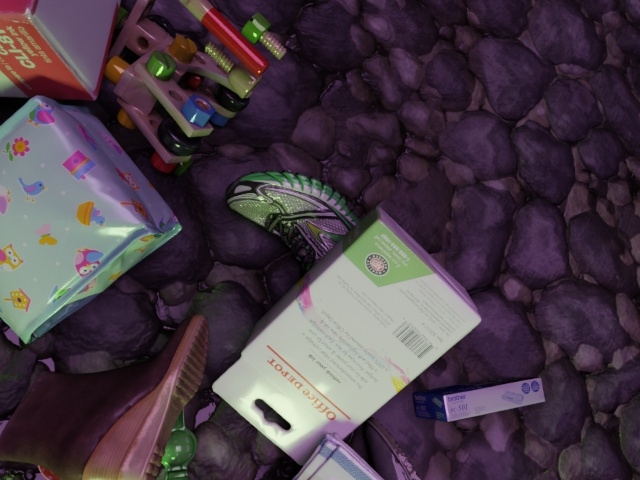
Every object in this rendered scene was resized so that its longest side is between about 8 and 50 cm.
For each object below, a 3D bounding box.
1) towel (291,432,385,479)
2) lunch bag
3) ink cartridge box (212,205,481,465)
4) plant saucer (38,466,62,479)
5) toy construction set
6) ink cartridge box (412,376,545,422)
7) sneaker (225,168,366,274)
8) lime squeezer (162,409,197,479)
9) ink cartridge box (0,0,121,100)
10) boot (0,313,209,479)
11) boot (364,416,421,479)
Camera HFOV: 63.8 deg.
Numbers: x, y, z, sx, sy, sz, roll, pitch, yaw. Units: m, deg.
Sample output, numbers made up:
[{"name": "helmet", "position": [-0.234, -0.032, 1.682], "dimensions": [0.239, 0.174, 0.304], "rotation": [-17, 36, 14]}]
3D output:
[{"name": "towel", "position": [0.000, 0.443, 0.719], "dimensions": [0.209, 0.034, 0.285], "rotation": [41, 86, 4]}, {"name": "lunch bag", "position": [-0.360, -0.019, 0.680], "dimensions": [0.262, 0.160, 0.223], "rotation": [-38, 94, 8]}, {"name": "ink cartridge box", "position": [0.031, 0.145, 0.771], "dimensions": [0.207, 0.119, 0.353], "rotation": [44, 103, -7]}, {"name": "plant saucer", "position": [-0.336, 0.286, 0.696], "dimensions": [0.084, 0.013, 0.083], "rotation": [6, 74, -21]}, {"name": "toy construction set", "position": [-0.215, -0.255, 0.718], "dimensions": [0.237, 0.309, 0.257], "rotation": [43, 57, -13]}, {"name": "ink cartridge box", "position": [0.278, 0.276, 0.905], "dimensions": [0.207, 0.097, 0.046], "rotation": [-3, 78, -23]}, {"name": "sneaker", "position": [0.000, 0.000, 0.839], "dimensions": [0.344, 0.134, 0.146], "rotation": [28, 70, -14]}, {"name": "lime squeezer", "position": [-0.200, 0.304, 0.706], "dimensions": [0.059, 0.109, 0.310], "rotation": [-8, 49, -8]}, {"name": "ink cartridge box", "position": [-0.466, -0.338, 0.634], "dimensions": [0.385, 0.160, 0.278], "rotation": [3, 73, 5]}, {"name": "boot", "position": [-0.277, 0.189, 0.680], "dimensions": [0.207, 0.090, 0.248], "rotation": [9, 51, 11]}, {"name": "boot", "position": [0.055, 0.409, 0.800], "dimensions": [0.209, 0.076, 0.189], "rotation": [-31, 64, -8]}]
